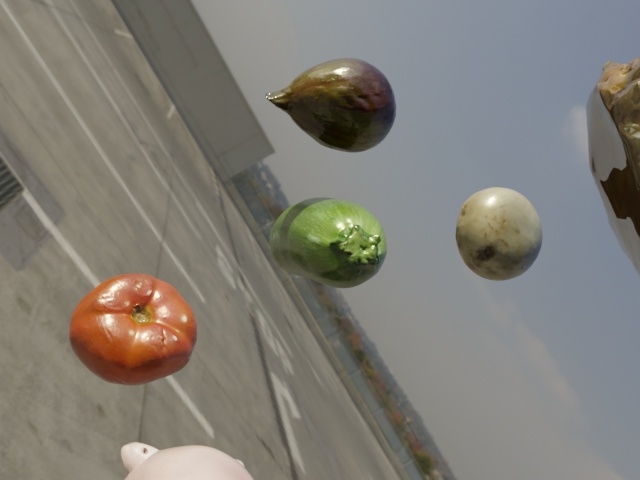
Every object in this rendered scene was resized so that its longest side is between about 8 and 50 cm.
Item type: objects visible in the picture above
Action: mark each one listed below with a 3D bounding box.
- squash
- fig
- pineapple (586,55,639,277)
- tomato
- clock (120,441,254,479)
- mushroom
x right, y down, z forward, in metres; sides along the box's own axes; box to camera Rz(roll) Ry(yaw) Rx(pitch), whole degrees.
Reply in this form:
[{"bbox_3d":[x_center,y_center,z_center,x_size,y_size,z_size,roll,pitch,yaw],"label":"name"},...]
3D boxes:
[{"bbox_3d":[0.000,0.000,0.775,0.107,0.107,0.395,60,-10,-7],"label":"squash"},{"bbox_3d":[0.011,-0.155,0.716,0.109,0.155,0.103,61,-35,31],"label":"fig"},{"bbox_3d":[0.335,-0.071,0.346,0.169,0.341,0.169,-14,90,-80],"label":"pineapple"},{"bbox_3d":[-0.393,0.197,1.319,0.259,0.260,0.180,59,-42,24],"label":"tomato"},{"bbox_3d":[-0.212,0.526,1.040,0.368,0.250,0.376,24,39,-33],"label":"clock"},{"bbox_3d":[0.156,-0.005,0.574,0.085,0.085,0.079,60,-21,-6],"label":"mushroom"}]
